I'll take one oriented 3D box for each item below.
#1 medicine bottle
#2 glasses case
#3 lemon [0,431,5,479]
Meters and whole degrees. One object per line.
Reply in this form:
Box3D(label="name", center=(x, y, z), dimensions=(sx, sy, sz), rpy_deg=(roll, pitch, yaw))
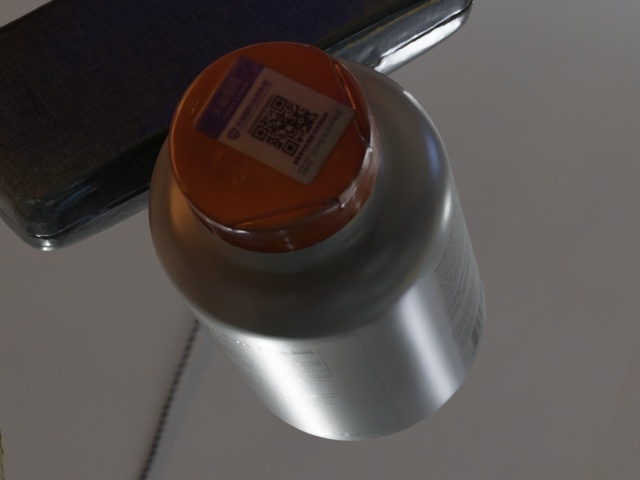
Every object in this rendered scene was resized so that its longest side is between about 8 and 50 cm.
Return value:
Box3D(label="medicine bottle", center=(0.000, 0.000, 0.946), dimensions=(0.157, 0.157, 0.288), rpy_deg=(-36, -23, -5))
Box3D(label="glasses case", center=(-0.064, -0.117, 1.045), dimensions=(0.323, 0.131, 0.074), rpy_deg=(-30, -22, -16))
Box3D(label="lemon", center=(-0.182, 0.072, 0.537), dimensions=(0.173, 0.173, 0.206), rpy_deg=(-30, -58, -7))
